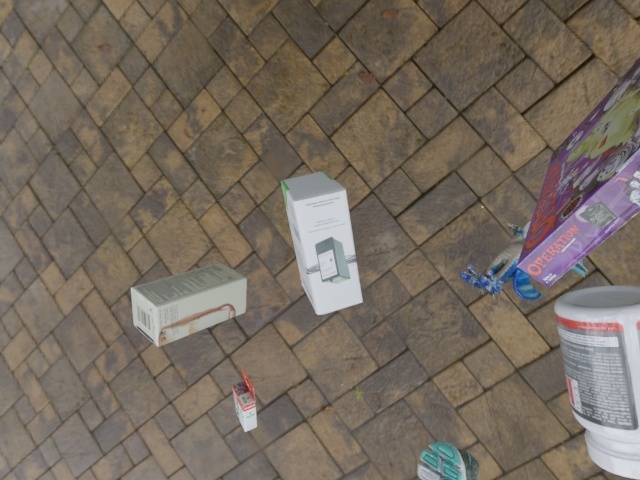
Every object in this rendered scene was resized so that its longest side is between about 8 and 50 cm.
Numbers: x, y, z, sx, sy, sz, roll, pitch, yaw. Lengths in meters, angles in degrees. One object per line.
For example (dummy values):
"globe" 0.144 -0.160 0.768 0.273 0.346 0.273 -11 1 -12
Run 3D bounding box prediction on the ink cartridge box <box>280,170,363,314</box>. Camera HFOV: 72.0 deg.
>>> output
"ink cartridge box" 0.000 0.000 1.071 0.121 0.211 0.289 -14 113 -9

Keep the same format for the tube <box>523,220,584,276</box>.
"tube" 0.555 0.014 1.023 0.052 0.207 0.080 -24 47 52

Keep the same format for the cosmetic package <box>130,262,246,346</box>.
"cosmetic package" -0.379 0.178 1.297 0.153 0.296 0.129 22 117 40

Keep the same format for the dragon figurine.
"dragon figurine" 0.391 0.058 0.851 0.085 0.289 0.144 42 111 51

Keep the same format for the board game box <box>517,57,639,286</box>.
"board game box" 0.355 -0.110 0.546 0.056 0.347 0.208 32 133 11

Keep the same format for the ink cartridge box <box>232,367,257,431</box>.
"ink cartridge box" -0.156 0.324 0.895 0.063 0.029 0.115 42 139 49

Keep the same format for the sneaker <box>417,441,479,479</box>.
"sneaker" 0.136 0.301 0.466 0.065 0.076 0.166 9 80 48

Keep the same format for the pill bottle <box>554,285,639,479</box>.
"pill bottle" 0.646 0.295 0.950 0.210 0.210 0.363 -10 94 21
